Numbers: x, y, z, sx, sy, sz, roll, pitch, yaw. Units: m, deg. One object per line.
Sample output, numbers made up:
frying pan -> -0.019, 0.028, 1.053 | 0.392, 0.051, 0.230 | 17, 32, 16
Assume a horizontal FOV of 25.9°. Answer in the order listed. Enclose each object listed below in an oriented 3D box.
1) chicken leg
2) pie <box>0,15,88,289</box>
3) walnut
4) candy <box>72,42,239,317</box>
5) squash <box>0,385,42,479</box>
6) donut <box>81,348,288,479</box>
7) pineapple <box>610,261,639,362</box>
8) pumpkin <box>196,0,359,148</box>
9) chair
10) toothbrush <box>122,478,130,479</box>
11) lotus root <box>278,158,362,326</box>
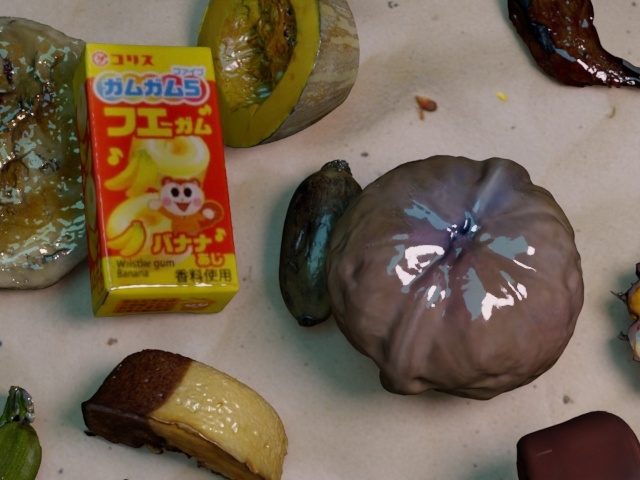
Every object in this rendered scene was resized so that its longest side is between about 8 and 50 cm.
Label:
chicken leg -> 0.286, -0.212, 1.494 | 0.106, 0.051, 0.253 | -38, 70, -14
pie -> -0.349, -0.094, 1.522 | 0.339, 0.077, 0.339 | -3, 67, 7
walnut -> 0.125, 0.039, 1.318 | 0.248, 0.248, 0.248 | -3, 67, 7
candy -> -0.172, -0.063, 1.440 | 0.146, 0.088, 0.276 | 0, 70, -19
squash -> -0.355, 0.294, 1.366 | 0.080, 0.071, 0.318 | 23, 73, 18
donut -> -0.128, 0.169, 1.360 | 0.217, 0.141, 0.085 | 20, 65, 11
pineapple -> 0.395, 0.084, 1.340 | 0.224, 0.076, 0.225 | -4, 65, 8
pumpkin -> -0.036, -0.200, 1.494 | 0.110, 0.217, 0.217 | 6, 62, -33
chair -> 0.095, 0.298, 1.214 | 0.401, 0.226, 0.227 | -14, 66, 3
toothbrush -> -0.266, 0.402, 1.333 | 0.037, 0.028, 0.375 | 24, 73, 9
lotus root -> 0.000, 0.000, 1.425 | 0.080, 0.089, 0.179 | 22, 69, -26
